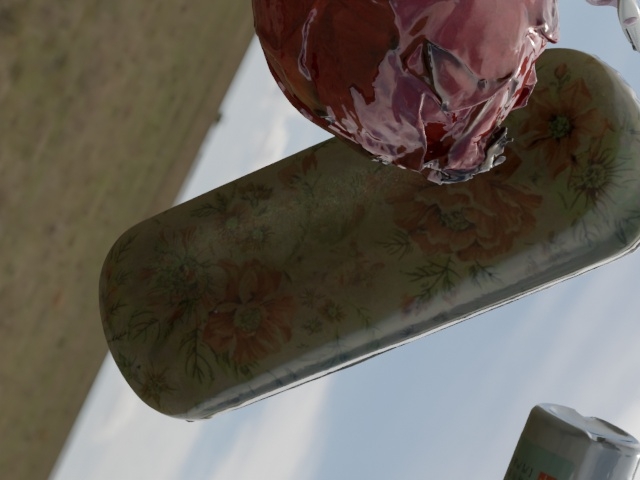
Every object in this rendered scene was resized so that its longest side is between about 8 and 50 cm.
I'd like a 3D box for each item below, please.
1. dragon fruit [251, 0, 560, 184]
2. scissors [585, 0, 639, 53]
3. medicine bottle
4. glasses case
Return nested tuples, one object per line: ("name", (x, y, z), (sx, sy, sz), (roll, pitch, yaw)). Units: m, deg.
("dragon fruit", (0.045, -0.137, 0.980), (0.172, 0.172, 0.209), (-169, -96, -84))
("scissors", (0.337, -0.250, 2.006), (0.176, 0.085, 0.022), (55, 21, -63))
("medicine bottle", (0.184, 0.328, 1.676), (0.110, 0.110, 0.351), (-106, -144, -81))
("glasses case", (0.037, 0.000, 1.300), (0.425, 0.156, 0.098), (-23, 171, 17))
